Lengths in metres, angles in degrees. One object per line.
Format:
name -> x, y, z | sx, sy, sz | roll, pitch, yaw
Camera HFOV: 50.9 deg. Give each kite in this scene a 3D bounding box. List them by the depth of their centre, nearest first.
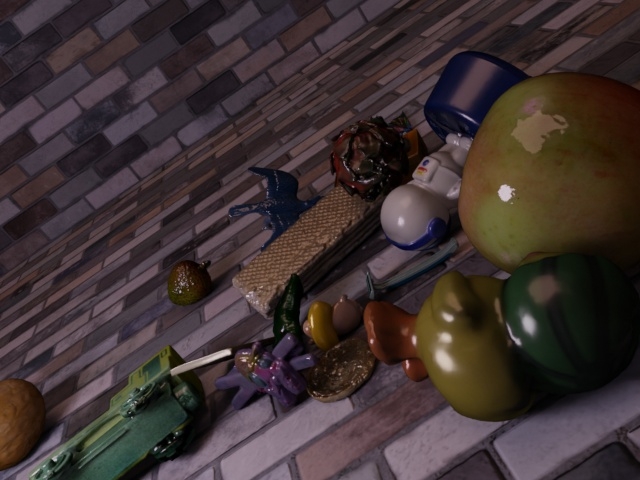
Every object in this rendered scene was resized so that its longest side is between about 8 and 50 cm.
kite -> 0.184, -0.278, 1.888 | 0.234, 0.016, 0.321 | 4, 46, 52

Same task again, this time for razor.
razor -> 0.175, 0.053, 1.266 | 0.191, 0.037, 0.068 | -27, 30, 11

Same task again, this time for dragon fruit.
dragon fruit -> 0.105, -0.175, 1.436 | 0.182, 0.182, 0.189 | -25, 2, 22

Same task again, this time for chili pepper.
chili pepper -> -0.063, 0.159, 1.308 | 0.224, 0.061, 0.098 | -95, 19, -46

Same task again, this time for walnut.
walnut -> -0.751, 0.431, 1.585 | 0.195, 0.195, 0.221 | -19, 22, 32

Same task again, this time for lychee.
lychee -> -0.337, 0.105, 1.737 | 0.146, 0.114, 0.114 | -48, 21, 14

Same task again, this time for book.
book -> -0.179, 0.221, 1.294 | 0.139, 0.016, 0.199 | -23, -10, 19

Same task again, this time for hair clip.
hair clip -> -0.099, 0.239, 1.181 | 0.090, 0.137, 0.278 | -45, 6, -32

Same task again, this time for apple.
apple -> 0.362, -0.086, 0.975 | 0.277, 0.319, 0.319 | 21, 54, 27

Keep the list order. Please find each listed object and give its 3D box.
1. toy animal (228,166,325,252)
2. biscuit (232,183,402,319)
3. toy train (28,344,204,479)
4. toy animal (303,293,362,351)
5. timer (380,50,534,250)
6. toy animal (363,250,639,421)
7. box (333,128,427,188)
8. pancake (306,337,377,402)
toy animal -> -0.104, -0.092, 1.746 | 0.256, 0.239, 0.176 | -2, -25, -28
biscuit -> 0.000, 0.000, 1.500 | 0.426, 0.078, 0.144 | -41, 46, -12
toy train -> -0.389, 0.379, 1.276 | 0.369, 0.150, 0.237 | -38, 16, -6
toy animal -> 0.013, 0.144, 1.254 | 0.114, 0.091, 0.082 | -43, 11, -14
timer -> 0.260, -0.143, 1.319 | 0.383, 0.270, 0.270 | -52, 26, -1
toy animal -> 0.239, 0.133, 0.868 | 0.338, 0.216, 0.191 | -17, 57, 28
box -> 0.150, -0.175, 1.678 | 0.237, 0.070, 0.152 | -27, 26, 21
pancake -> 0.033, 0.222, 1.156 | 0.140, 0.022, 0.139 | -29, 26, 15
